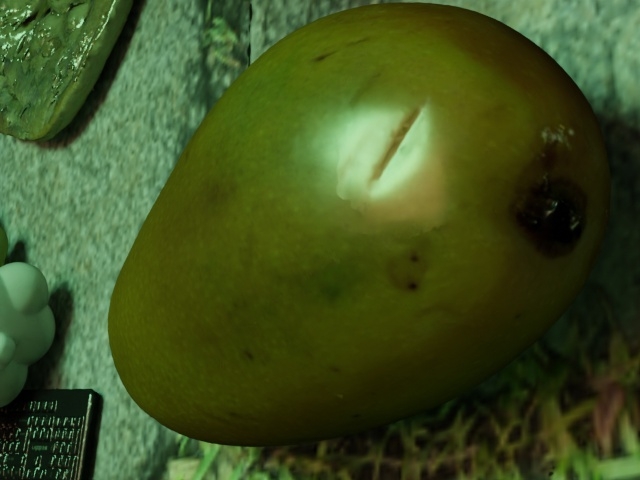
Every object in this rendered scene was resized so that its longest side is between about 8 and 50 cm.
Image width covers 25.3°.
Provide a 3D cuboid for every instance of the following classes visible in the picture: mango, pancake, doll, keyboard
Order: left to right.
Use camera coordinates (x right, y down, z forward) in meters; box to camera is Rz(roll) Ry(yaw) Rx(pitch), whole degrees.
[{"bbox_3d":[-0.198,0.036,0.760,0.162,0.062,0.106,26,85,51],"label":"doll"},{"bbox_3d":[-0.161,0.103,0.738,0.155,0.010,0.053,-9,70,49],"label":"keyboard"},{"bbox_3d":[-0.148,-0.128,0.785,0.158,0.028,0.158,-14,70,46],"label":"pancake"},{"bbox_3d":[0.000,0.000,0.502,0.253,0.113,0.138,-30,60,50],"label":"mango"}]
